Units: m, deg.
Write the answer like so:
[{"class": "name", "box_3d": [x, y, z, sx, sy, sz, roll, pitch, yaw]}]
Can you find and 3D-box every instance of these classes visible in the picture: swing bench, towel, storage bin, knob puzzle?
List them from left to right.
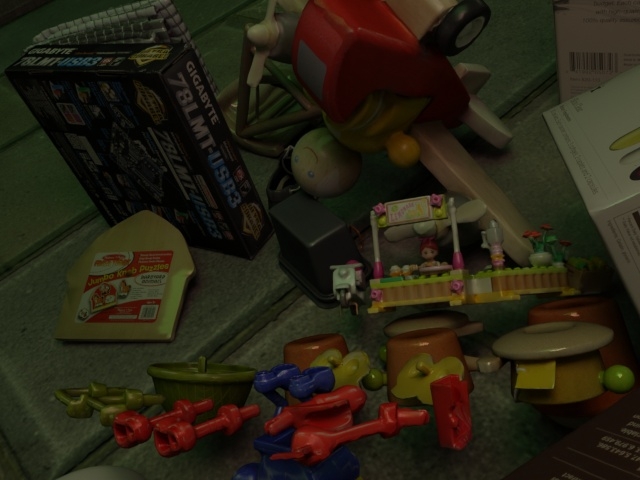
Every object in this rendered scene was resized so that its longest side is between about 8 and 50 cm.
[{"class": "towel", "box_3d": [-0.343, -0.274, 1.191, 0.284, 0.235, 0.121, -8, 44, 16]}, {"class": "knob puzzle", "box_3d": [-0.251, 0.047, 0.908, 0.213, 0.030, 0.213, -8, 57, 14]}, {"class": "swing bench", "box_3d": [-0.022, -0.277, 1.085, 0.253, 0.165, 0.255, -47, 6, -28]}, {"class": "storage bin", "box_3d": [0.000, 0.000, 0.830, 0.098, 0.091, 0.135, -32, 41, -14]}]

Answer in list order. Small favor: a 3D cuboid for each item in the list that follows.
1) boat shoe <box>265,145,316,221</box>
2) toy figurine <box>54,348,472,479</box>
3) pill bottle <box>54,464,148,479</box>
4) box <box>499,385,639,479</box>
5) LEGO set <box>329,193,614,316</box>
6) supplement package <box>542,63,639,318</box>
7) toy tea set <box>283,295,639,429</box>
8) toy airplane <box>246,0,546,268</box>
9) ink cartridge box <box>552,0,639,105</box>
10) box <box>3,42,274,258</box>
[{"class": "boat shoe", "box_3d": [-0.026, -0.107, 0.987, 0.075, 0.065, 0.206, 0, 43, 24]}, {"class": "toy figurine", "box_3d": [-0.047, 0.212, 0.527, 0.191, 0.217, 0.363, -12, 3, -44]}, {"class": "pill bottle", "box_3d": [-0.134, 0.298, 0.491, 0.146, 0.146, 0.264, -38, 42, -20]}, {"class": "box", "box_3d": [0.126, 0.250, 0.356, 0.382, 0.191, 0.143, -26, 4, -16]}, {"class": "LEGO set", "box_3d": [0.150, 0.010, 0.671, 0.287, 0.132, 0.107, -6, 83, 5]}, {"class": "supplement package", "box_3d": [0.305, -0.022, 0.555, 0.145, 0.204, 0.262, -26, 18, 20]}, {"class": "toy tea set", "box_3d": [0.124, 0.133, 0.605, 0.336, 0.124, 0.200, -10, 0, 40]}, {"class": "toy airplane", "box_3d": [0.080, -0.157, 0.821, 0.272, 0.384, 0.386, -44, 27, 12]}, {"class": "ink cartridge box", "box_3d": [0.412, -0.300, 0.849, 0.207, 0.283, 0.117, 11, 48, 33]}, {"class": "box", "box_3d": [-0.237, -0.119, 0.911, 0.293, 0.295, 0.073, 9, 49, 32]}]
